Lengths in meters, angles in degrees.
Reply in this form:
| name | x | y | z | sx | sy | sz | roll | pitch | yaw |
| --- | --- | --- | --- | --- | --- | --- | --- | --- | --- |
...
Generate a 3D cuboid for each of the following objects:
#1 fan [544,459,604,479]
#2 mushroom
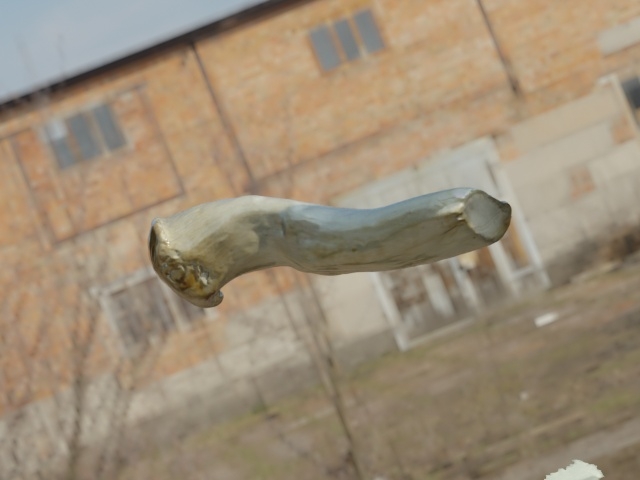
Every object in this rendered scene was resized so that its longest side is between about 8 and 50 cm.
| name | x | y | z | sx | sy | sz | roll | pitch | yaw |
| --- | --- | --- | --- | --- | --- | --- | --- | --- | --- |
| fan | -0.046 | 0.185 | 0.767 | 0.415 | 0.012 | 0.233 | -17 | 40 | -15 |
| mushroom | 0.002 | 0.001 | 0.899 | 0.202 | 0.054 | 0.059 | -6 | -12 | 20 |
